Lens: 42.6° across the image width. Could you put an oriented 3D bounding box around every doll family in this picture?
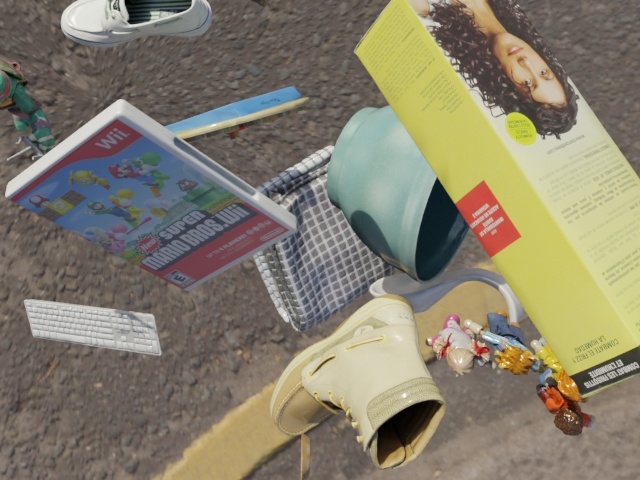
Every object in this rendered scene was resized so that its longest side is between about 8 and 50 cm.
[{"bbox_3d":[0.281,0.158,1.119,0.262,0.163,0.118,28,106,-1],"label":"doll family"}]

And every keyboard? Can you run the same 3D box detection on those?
[{"bbox_3d":[-0.372,0.140,1.334,0.255,0.014,0.072,5,110,22],"label":"keyboard"}]

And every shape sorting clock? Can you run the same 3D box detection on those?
[{"bbox_3d":[-0.112,-0.145,1.013,0.206,0.206,0.040,-20,99,-11],"label":"shape sorting clock"}]

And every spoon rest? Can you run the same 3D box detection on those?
[{"bbox_3d":[0.219,0.087,1.451,0.276,0.137,0.084,6,108,27],"label":"spoon rest"}]

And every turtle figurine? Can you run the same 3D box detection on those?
[{"bbox_3d":[-0.414,-0.174,1.037,0.175,0.234,0.118,21,89,-19],"label":"turtle figurine"}]

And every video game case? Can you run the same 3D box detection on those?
[{"bbox_3d":[-0.195,-0.039,0.987,0.204,0.025,0.285,-28,138,29],"label":"video game case"}]

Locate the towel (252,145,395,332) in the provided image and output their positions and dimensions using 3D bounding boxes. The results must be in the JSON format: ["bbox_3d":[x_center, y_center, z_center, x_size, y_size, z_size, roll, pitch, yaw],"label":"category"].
[{"bbox_3d":[0.000,0.000,1.494,0.235,0.121,0.284,-31,122,-19],"label":"towel"}]

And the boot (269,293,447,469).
[{"bbox_3d":[0.041,0.217,1.059,0.262,0.203,0.095,-42,124,18],"label":"boot"}]

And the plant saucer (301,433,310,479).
[{"bbox_3d":[-0.025,0.360,1.358,0.015,0.083,0.084,1,99,-2],"label":"plant saucer"}]

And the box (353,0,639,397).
[{"bbox_3d":[0.118,-0.037,0.456,0.087,0.058,0.232,-26,80,-36],"label":"box"}]

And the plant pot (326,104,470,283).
[{"bbox_3d":[0.134,-0.103,1.312,0.196,0.293,0.293,24,93,23],"label":"plant pot"}]

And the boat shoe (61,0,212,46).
[{"bbox_3d":[-0.269,-0.328,1.162,0.226,0.076,0.083,-4,81,9],"label":"boat shoe"}]

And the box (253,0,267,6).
[{"bbox_3d":[-0.112,-0.605,1.603,0.103,0.261,0.184,28,81,0],"label":"box"}]
